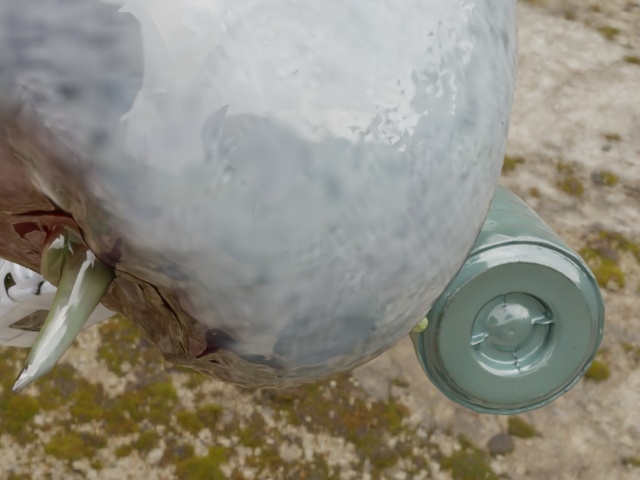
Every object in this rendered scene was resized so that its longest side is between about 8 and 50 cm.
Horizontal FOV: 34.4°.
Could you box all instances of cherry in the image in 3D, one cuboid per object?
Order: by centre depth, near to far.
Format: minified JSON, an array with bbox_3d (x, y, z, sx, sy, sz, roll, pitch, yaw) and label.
[{"bbox_3d":[-0.045,-0.069,0.423,0.255,0.218,0.296,27,77,8],"label":"cherry"}]

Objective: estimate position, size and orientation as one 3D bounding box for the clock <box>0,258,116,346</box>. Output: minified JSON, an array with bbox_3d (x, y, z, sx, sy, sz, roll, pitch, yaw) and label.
[{"bbox_3d":[-0.201,0.004,0.776,0.080,0.176,0.117,13,65,-39],"label":"clock"}]

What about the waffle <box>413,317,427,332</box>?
[{"bbox_3d":[0.000,0.000,0.691,0.169,0.183,0.036,-4,33,5],"label":"waffle"}]

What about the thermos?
[{"bbox_3d":[0.142,0.026,0.885,0.182,0.145,0.286,25,16,-12],"label":"thermos"}]
